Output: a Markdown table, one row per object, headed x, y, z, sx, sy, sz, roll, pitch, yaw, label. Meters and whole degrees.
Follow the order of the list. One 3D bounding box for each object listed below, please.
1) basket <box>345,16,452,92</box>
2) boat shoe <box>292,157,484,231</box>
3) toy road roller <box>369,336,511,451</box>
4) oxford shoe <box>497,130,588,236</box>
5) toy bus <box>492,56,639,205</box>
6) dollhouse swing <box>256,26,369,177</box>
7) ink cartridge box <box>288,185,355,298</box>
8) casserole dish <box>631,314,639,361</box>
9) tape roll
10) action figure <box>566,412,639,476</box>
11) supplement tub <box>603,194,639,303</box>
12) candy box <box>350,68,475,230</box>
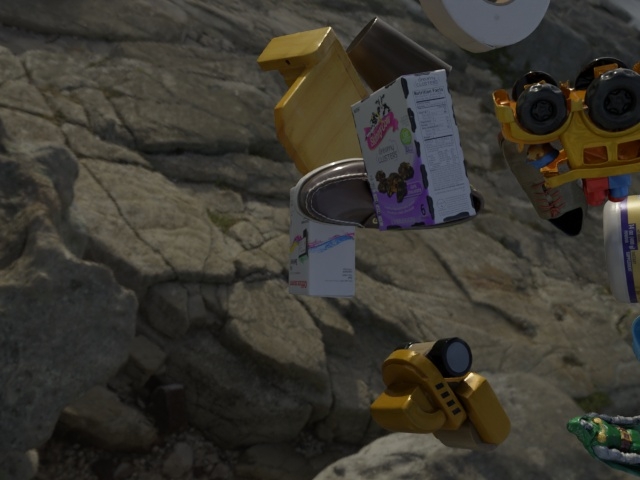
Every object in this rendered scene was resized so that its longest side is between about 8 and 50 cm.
| x | y | z | sx | sy | sz | roll | pitch | yaw | label |
| --- | --- | --- | --- | --- | --- | --- | --- | --- | --- |
| 0.186 | -0.451 | 1.619 | 0.227 | 0.204 | 0.154 | 39 | 40 | -16 | basket |
| 0.118 | -0.069 | 1.039 | 0.325 | 0.116 | 0.097 | -1 | 18 | -24 | boat shoe |
| 0.268 | 0.403 | 1.508 | 0.241 | 0.202 | 0.329 | -39 | 100 | -33 | toy road roller |
| 0.457 | -0.116 | 1.239 | 0.348 | 0.123 | 0.130 | 28 | 53 | -43 | oxford shoe |
| 0.371 | -0.143 | 0.906 | 0.220 | 0.211 | 0.149 | -6 | 24 | 16 | toy bus |
| -0.034 | -0.257 | 1.478 | 0.305 | 0.315 | 0.346 | -50 | 125 | -23 | dollhouse swing |
| 0.000 | 0.000 | 1.540 | 0.117 | 0.201 | 0.278 | 2 | 86 | -17 | ink cartridge box |
| 0.581 | 0.141 | 0.975 | 0.037 | 0.188 | 0.114 | 1 | 59 | -42 | casserole dish |
| 0.378 | -0.633 | 1.437 | 0.392 | 0.391 | 0.072 | 14 | -2 | -30 | tape roll |
| 0.475 | 0.312 | 0.952 | 0.232 | 0.063 | 0.137 | 19 | 38 | -11 | action figure |
| 0.790 | 0.009 | 1.327 | 0.241 | 0.331 | 0.241 | 18 | 69 | -58 | supplement tub |
| 0.124 | -0.118 | 0.879 | 0.070 | 0.165 | 0.196 | -14 | 92 | -20 | candy box |
